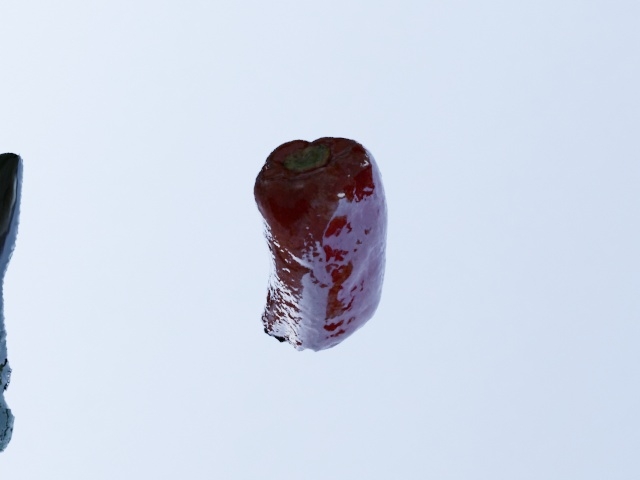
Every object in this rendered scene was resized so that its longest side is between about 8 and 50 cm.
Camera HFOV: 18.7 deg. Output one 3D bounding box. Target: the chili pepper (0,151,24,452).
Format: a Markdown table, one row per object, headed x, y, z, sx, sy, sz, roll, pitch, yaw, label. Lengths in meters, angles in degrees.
| x | y | z | sx | sy | sz | roll | pitch | yaw | label |
| --- | --- | --- | --- | --- | --- | --- | --- | --- | --- |
| -0.242 | 0.032 | 1.264 | 0.098 | 0.224 | 0.061 | 0 | 174 | -10 | chili pepper |

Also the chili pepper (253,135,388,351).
| x | y | z | sx | sy | sz | roll | pitch | yaw | label |
| --- | --- | --- | --- | --- | --- | --- | --- | --- | --- |
| 0.000 | 0.000 | 1.031 | 0.073 | 0.123 | 0.070 | -4 | -134 | 1 | chili pepper |
